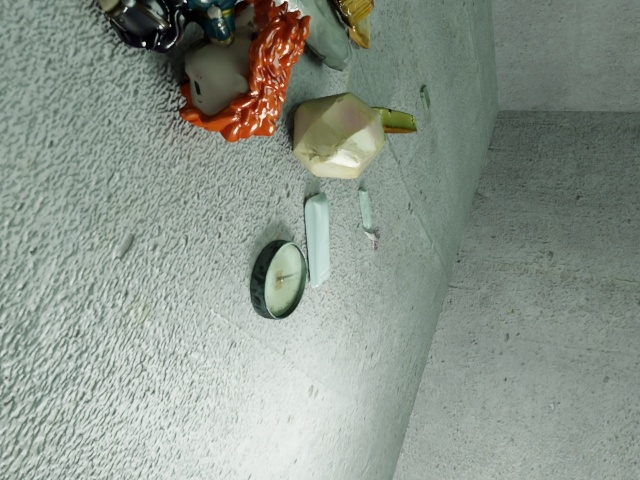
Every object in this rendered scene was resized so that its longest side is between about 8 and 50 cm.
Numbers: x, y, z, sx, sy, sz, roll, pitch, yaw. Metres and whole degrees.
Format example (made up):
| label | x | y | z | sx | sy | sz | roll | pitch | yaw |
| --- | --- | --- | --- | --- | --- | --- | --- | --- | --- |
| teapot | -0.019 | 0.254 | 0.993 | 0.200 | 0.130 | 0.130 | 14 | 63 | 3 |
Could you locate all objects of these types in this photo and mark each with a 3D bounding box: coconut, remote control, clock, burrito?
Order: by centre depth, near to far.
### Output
| label | x | y | z | sx | sy | sz | roll | pitch | yaw |
| --- | --- | --- | --- | --- | --- | --- | --- | --- | --- |
| burrito | -0.037 | -0.586 | 1.255 | 0.445 | 0.101 | 0.139 | 24 | 73 | -60 |
| coconut | 0.039 | -0.287 | 1.353 | 0.259 | 0.259 | 0.259 | -26 | 121 | -57 |
| clock | -0.109 | 0.110 | 1.377 | 0.226 | 0.049 | 0.226 | -25 | 120 | -56 |
| remote control | -0.001 | 0.000 | 1.545 | 0.103 | 0.051 | 0.293 | -35 | 128 | -54 |

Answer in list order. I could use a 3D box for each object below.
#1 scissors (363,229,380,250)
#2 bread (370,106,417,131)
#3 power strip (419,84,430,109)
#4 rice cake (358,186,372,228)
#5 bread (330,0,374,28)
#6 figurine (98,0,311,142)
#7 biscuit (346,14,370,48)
| label | x | y | z | sx | sy | sz | roll | pitch | yaw |
| --- | --- | --- | --- | --- | --- | --- | --- | --- | --- |
| scissors | 0.202 | -0.014 | 1.948 | 0.176 | 0.022 | 0.085 | 27 | 75 | -64 |
| bread | 0.218 | -0.417 | 1.740 | 0.361 | 0.138 | 0.077 | -18 | 111 | -60 |
| power strip | 0.485 | -0.655 | 2.294 | 0.136 | 0.019 | 0.051 | 52 | 51 | -54 |
| rice cake | 0.166 | -0.120 | 1.845 | 0.033 | 0.029 | 0.170 | -45 | 135 | -39 |
| bread | 0.065 | -0.675 | 1.322 | 0.199 | 0.104 | 0.199 | 54 | 10 | -14 |
| figurine | -0.190 | -0.375 | 0.884 | 0.306 | 0.241 | 0.412 | -49 | 139 | -3 |
| biscuit | 0.118 | -0.777 | 1.552 | 0.204 | 0.040 | 0.308 | -6 | 102 | -62 |
